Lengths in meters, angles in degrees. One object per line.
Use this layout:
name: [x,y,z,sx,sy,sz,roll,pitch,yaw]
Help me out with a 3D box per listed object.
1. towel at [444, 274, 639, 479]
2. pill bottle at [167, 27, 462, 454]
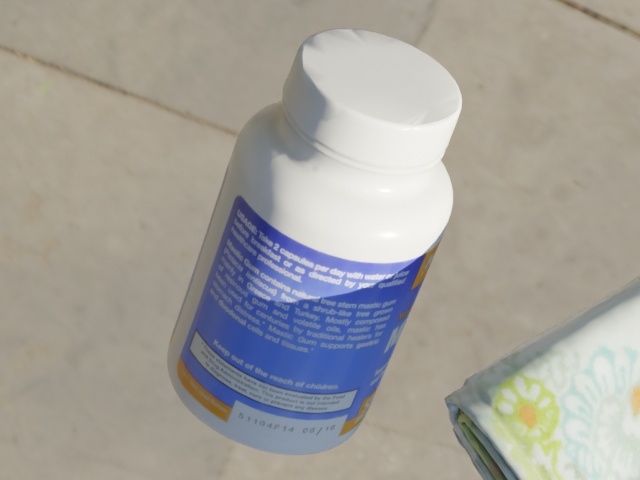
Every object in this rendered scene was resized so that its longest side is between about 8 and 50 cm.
towel: [0.302,0.146,1.218,0.374,0.090,0.320,-28,82,-16]
pill bottle: [0.000,0.000,1.302,0.152,0.152,0.272,2,129,-26]
